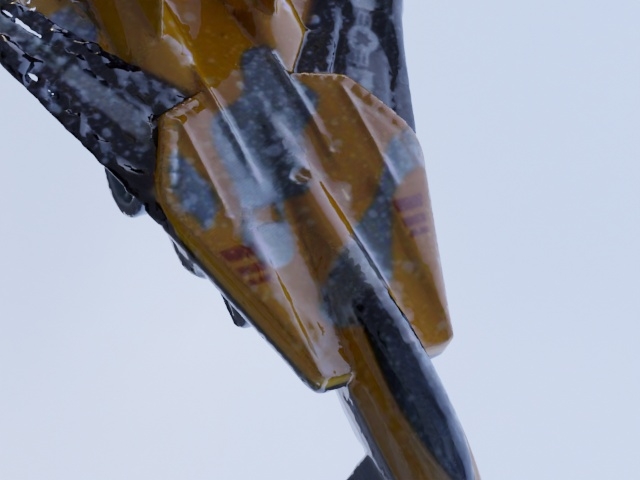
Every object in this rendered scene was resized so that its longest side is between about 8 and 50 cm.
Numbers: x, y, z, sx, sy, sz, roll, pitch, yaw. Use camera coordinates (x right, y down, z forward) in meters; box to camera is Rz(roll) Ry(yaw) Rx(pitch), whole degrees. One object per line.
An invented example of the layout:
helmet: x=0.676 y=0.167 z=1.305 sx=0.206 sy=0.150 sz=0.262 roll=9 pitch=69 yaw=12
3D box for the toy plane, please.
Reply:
toy plane: x=-0.005 y=0.005 z=0.654 sx=0.103 sy=0.204 sz=0.316 roll=-43 pitch=-114 yaw=58
